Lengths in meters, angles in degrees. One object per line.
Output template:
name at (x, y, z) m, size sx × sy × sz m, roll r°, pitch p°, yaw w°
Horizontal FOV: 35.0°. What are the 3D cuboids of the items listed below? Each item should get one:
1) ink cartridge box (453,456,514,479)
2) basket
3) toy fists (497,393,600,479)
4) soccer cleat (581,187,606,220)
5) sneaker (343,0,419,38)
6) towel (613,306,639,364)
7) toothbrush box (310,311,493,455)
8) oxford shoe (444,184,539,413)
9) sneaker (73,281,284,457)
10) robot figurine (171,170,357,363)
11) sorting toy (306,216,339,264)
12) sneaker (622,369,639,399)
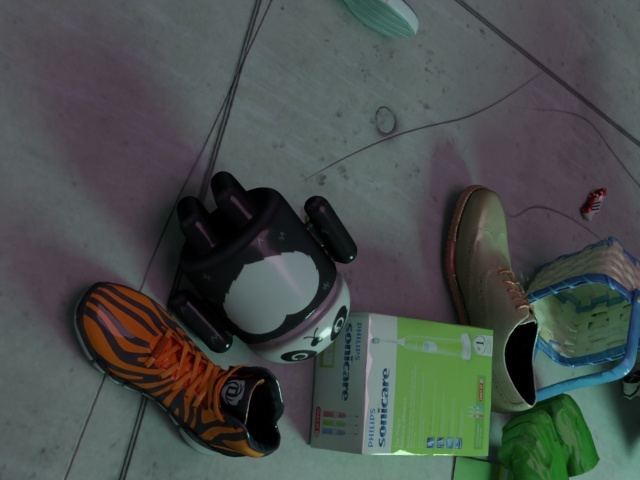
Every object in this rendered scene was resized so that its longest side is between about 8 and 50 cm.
ink cartridge box at (0.321, 0.475, 1.768) m, size 0.235 × 0.056 × 0.171 m, roll 20°, pitch 73°, yaw -40°
basket at (0.471, 0.151, 1.802) m, size 0.201 × 0.255 × 0.289 m, roll 45°, pitch 50°, yaw -16°
toy fists at (0.393, 0.354, 1.769) m, size 0.279 × 0.096 × 0.142 m, roll -12°, pitch 85°, yaw -55°
soccer cleat at (0.554, -0.074, 2.048) m, size 0.083 × 0.029 × 0.036 m, roll -48°, pitch 125°, yaw -30°
sneaker at (0.071, -0.422, 1.611) m, size 0.258 × 0.094 × 0.091 m, roll 36°, pitch 68°, yaw -33°
towel at (0.636, 0.180, 2.101) m, size 0.113 × 0.023 × 0.152 m, roll 5°, pitch 85°, yaw -39°
toothbrush box at (0.132, 0.227, 1.581) m, size 0.283 × 0.122 × 0.206 m, roll 10°, pitch 79°, yaw -41°
oxford shoe at (0.311, 0.098, 1.734) m, size 0.140 × 0.146 × 0.397 m, roll -3°, pitch 87°, yaw -41°
sneaker at (-0.157, 0.163, 1.291) m, size 0.321 × 0.180 × 0.125 m, roll 46°, pitch 58°, yaw -28°
robot figurine at (-0.078, 0.042, 1.377) m, size 0.278 × 0.209 × 0.173 m, roll 53°, pitch 42°, yaw -24°
sorting toy at (0.000, 0.000, 1.559) m, size 0.062 × 0.012 × 0.083 m, roll -9°, pitch 95°, yaw -37°
sneaker at (0.658, 0.298, 2.099) m, size 0.109 × 0.040 × 0.044 m, roll -10°, pitch 108°, yaw -38°
